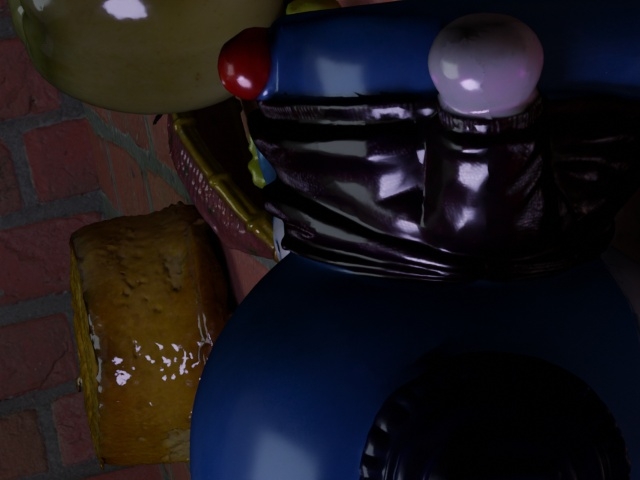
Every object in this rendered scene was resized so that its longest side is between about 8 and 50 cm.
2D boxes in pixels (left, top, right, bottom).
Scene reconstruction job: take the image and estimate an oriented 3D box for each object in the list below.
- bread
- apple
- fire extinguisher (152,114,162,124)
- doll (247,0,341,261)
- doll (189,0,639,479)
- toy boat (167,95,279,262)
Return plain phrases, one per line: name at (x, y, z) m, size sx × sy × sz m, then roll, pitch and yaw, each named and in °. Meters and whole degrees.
bread at (-0.235, 0.132, 1.745) m, size 0.398 × 0.215 × 0.398 m, roll 172°, pitch 90°, yaw -75°
apple at (-0.146, -0.233, 1.037) m, size 0.262 × 0.262 × 0.262 m, roll 167°, pitch 90°, yaw -76°
fire extinguisher at (-0.220, -0.262, 1.575) m, size 0.093 × 0.118 × 0.294 m, roll 41°, pitch -164°, yaw -45°
doll at (0.000, 0.000, 0.957) m, size 0.341 × 0.099 × 0.346 m, roll 179°, pitch 74°, yaw -75°
doll at (0.060, 0.049, 0.537) m, size 0.284 × 0.240 × 0.309 m, roll -101°, pitch 6°, yaw -80°
toy boat at (-0.089, -0.078, 1.250) m, size 0.141 × 0.099 × 0.318 m, roll 30°, pitch -153°, yaw -48°
